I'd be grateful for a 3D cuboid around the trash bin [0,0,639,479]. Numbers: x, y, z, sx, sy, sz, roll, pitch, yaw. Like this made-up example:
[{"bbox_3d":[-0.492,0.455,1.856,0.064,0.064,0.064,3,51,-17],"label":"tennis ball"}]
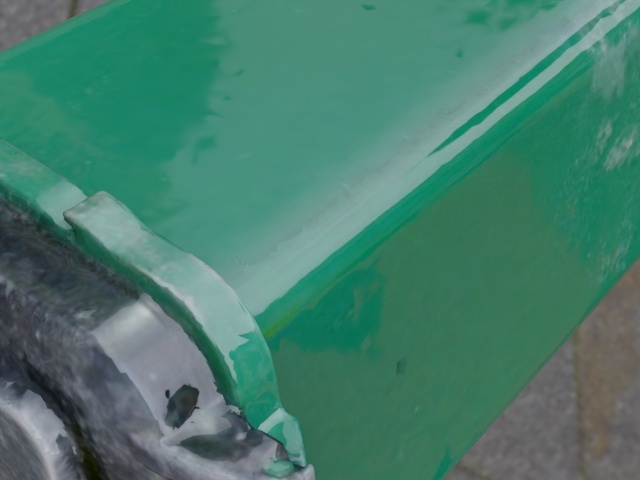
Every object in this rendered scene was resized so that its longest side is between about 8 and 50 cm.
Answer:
[{"bbox_3d":[0.000,0.000,0.750,0.295,0.259,0.381,30,55,35],"label":"trash bin"}]
